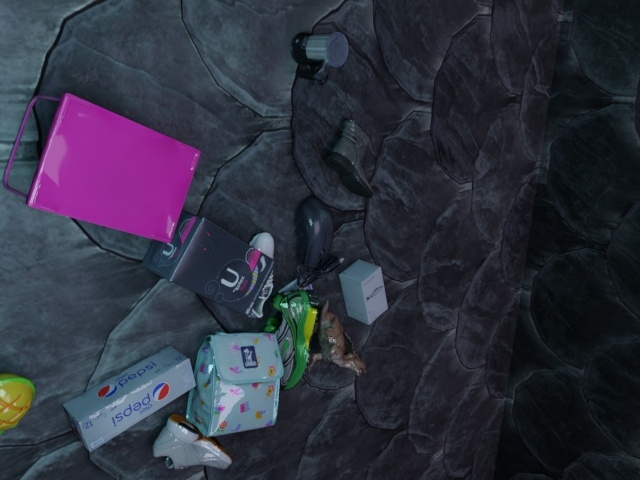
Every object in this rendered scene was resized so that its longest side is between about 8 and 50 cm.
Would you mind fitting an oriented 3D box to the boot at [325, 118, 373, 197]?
[{"bbox_3d":[0.122,-0.251,1.723,0.246,0.083,0.161,45,65,-46],"label":"boot"}]

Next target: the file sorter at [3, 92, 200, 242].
[{"bbox_3d":[-0.431,-0.142,1.102,0.290,0.182,0.202,19,89,-49],"label":"file sorter"}]

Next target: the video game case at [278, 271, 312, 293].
[{"bbox_3d":[-0.074,0.162,1.714,0.122,0.011,0.087,-33,126,-34],"label":"video game case"}]

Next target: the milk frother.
[{"bbox_3d":[0.013,-0.478,1.479,0.143,0.134,0.129,-1,106,-46],"label":"milk frother"}]

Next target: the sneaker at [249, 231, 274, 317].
[{"bbox_3d":[-0.164,0.095,1.535,0.090,0.094,0.235,11,94,-46],"label":"sneaker"}]

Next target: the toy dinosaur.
[{"bbox_3d":[0.041,0.314,1.817,0.200,0.127,0.296,-24,109,-47],"label":"toy dinosaur"}]

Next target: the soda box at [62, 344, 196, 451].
[{"bbox_3d":[-0.449,0.369,1.333,0.286,0.098,0.091,-28,122,-37],"label":"soda box"}]

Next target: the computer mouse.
[{"bbox_3d":[0.000,0.000,1.679,0.188,0.072,0.272,-26,120,-39],"label":"computer mouse"}]

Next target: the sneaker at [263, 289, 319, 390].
[{"bbox_3d":[-0.104,0.295,1.673,0.146,0.134,0.344,6,110,-10],"label":"sneaker"}]

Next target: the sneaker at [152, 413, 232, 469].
[{"bbox_3d":[-0.355,0.578,1.524,0.121,0.099,0.262,-49,127,-12],"label":"sneaker"}]

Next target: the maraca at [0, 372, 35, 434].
[{"bbox_3d":[-0.649,0.338,1.120,0.127,0.099,0.186,5,126,-45],"label":"maraca"}]

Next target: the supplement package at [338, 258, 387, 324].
[{"bbox_3d":[0.146,0.173,1.878,0.105,0.105,0.179,-35,127,-32],"label":"supplement package"}]

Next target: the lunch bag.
[{"bbox_3d":[-0.227,0.377,1.522,0.223,0.160,0.263,6,96,-39],"label":"lunch bag"}]

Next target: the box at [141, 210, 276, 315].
[{"bbox_3d":[-0.268,0.056,1.374,0.270,0.143,0.165,34,79,-46],"label":"box"}]
